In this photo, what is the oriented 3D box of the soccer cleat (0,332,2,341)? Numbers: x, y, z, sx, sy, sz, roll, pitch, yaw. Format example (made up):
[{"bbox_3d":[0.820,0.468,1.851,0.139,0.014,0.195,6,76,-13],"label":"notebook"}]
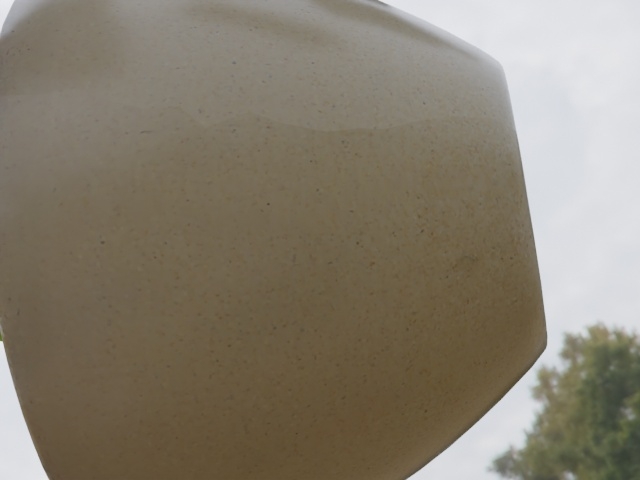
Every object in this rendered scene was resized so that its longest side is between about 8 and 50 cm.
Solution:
[{"bbox_3d":[-0.201,0.043,0.726,0.178,0.072,0.060,3,-43,20],"label":"soccer cleat"}]

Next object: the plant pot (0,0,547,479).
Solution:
[{"bbox_3d":[0.000,0.000,0.492,0.190,0.284,0.284,-9,-32,10],"label":"plant pot"}]
